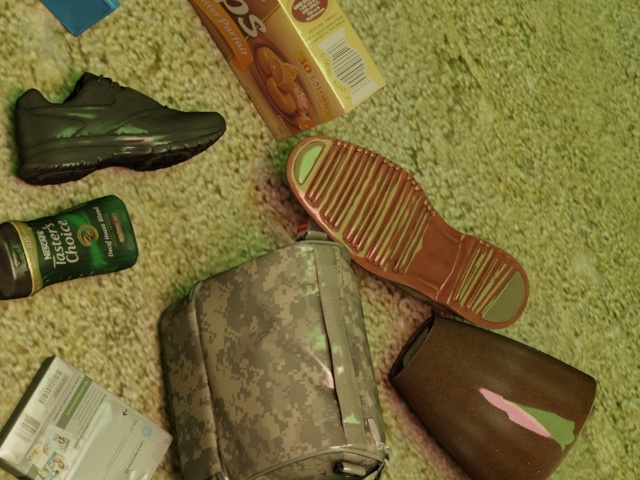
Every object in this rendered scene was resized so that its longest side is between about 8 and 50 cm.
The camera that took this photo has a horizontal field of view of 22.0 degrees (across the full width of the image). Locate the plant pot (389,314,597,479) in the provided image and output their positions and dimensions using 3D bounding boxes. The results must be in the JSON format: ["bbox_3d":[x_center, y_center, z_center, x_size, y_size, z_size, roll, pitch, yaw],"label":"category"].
[{"bbox_3d":[0.217,0.208,2.224,0.230,0.215,0.215,36,64,-6],"label":"plant pot"}]

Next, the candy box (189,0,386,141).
[{"bbox_3d":[-0.067,-0.296,2.137,0.087,0.183,0.316,-37,101,-31],"label":"candy box"}]

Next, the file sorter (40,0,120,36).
[{"bbox_3d":[-0.310,-0.362,2.042,0.170,0.118,0.104,46,58,-16],"label":"file sorter"}]

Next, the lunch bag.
[{"bbox_3d":[-0.039,0.171,1.994,0.212,0.256,0.305,5,64,-31],"label":"lunch bag"}]

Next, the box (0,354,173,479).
[{"bbox_3d":[-0.289,0.250,1.991,0.186,0.038,0.145,37,65,-20],"label":"box"}]

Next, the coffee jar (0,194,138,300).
[{"bbox_3d":[-0.319,0.010,1.991,0.184,0.079,0.096,-17,90,-32],"label":"coffee jar"}]

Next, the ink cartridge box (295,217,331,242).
[{"bbox_3d":[0.000,0.000,2.216,0.063,0.029,0.115,17,72,-28],"label":"ink cartridge box"}]

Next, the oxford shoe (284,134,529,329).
[{"bbox_3d":[0.094,-0.003,2.208,0.397,0.146,0.140,38,77,-22],"label":"oxford shoe"}]

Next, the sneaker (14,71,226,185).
[{"bbox_3d":[-0.248,-0.150,2.052,0.286,0.109,0.130,-8,79,-34],"label":"sneaker"}]
